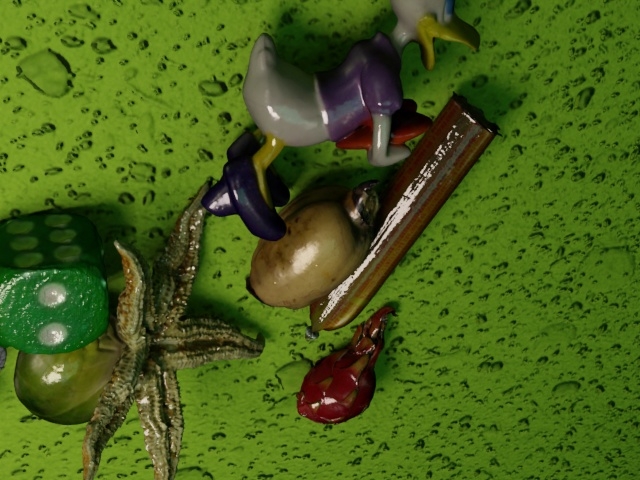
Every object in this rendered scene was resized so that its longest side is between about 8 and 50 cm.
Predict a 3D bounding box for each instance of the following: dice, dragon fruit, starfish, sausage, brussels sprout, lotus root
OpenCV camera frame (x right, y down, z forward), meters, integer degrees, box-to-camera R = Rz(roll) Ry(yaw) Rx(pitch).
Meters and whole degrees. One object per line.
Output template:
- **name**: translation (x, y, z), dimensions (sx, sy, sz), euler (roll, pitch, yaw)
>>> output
- **dice**: translation (-0.307, 0.046, 1.274), dimensions (0.131, 0.128, 0.120), euler (-7, 123, -14)
- **dragon fruit**: translation (0.048, 0.173, 1.520), dimensions (0.190, 0.094, 0.094), euler (-48, 126, 1)
- **starfish**: translation (-0.193, 0.125, 1.309), dimensions (0.358, 0.078, 0.347), euler (-49, 140, -43)
- **sausage**: translation (0.087, -0.012, 1.413), dimensions (0.082, 0.082, 0.371), euler (24, 113, -31)
- **brussels sprout**: translation (-0.295, 0.147, 1.355), dimensions (0.155, 0.118, 0.155), euler (-27, 129, -39)
- **lotus root**: translation (0.000, 0.000, 1.355), dimensions (0.221, 0.125, 0.118), euler (-41, 126, 20)

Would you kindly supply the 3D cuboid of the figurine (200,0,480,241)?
- **figurine**: translation (0.033, -0.181, 1.234), dimensions (0.421, 0.154, 0.193), euler (-36, 113, 11)

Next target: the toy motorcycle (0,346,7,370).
- **toy motorcycle**: translation (-0.504, 0.196, 1.323), dimensions (0.307, 0.108, 0.173), euler (-18, 132, -5)
